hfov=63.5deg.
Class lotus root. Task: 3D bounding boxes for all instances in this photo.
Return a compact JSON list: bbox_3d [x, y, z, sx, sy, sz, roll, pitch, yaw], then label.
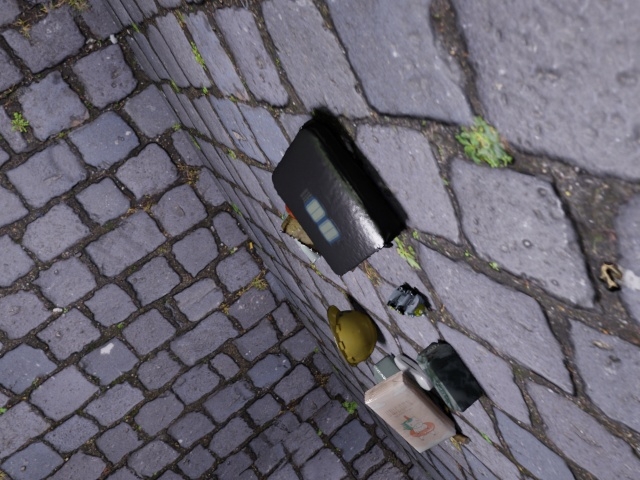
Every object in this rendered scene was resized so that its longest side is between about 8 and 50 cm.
[{"bbox_3d":[0.000,0.000,1.631,0.261,0.074,0.170,32,-175,-4],"label":"lotus root"}]

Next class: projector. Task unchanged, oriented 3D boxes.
[{"bbox_3d":[0.325,0.586,2.039,0.256,0.099,0.192,48,166,28],"label":"projector"}]

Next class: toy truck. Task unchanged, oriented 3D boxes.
[{"bbox_3d":[0.238,0.173,1.385,0.077,0.076,0.111,42,172,-30],"label":"toy truck"}]

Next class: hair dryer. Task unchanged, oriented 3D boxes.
[{"bbox_3d":[-0.053,-0.001,2.002,0.155,0.044,0.183,49,163,10],"label":"hair dryer"}]

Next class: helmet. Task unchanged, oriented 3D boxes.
[{"bbox_3d":[0.143,0.351,1.995,0.256,0.140,0.205,67,-162,-3],"label":"helmet"}]

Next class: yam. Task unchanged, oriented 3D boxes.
[{"bbox_3d":[0.502,0.717,1.902,0.032,0.032,0.145,55,166,-5],"label":"yam"}]

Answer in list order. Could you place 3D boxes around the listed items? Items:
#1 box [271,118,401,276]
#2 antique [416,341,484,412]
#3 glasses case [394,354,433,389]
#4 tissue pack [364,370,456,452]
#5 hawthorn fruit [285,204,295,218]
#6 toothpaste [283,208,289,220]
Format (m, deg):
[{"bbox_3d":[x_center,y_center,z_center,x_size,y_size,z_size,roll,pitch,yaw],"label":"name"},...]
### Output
[{"bbox_3d":[0.023,-0.092,1.295,0.350,0.091,0.359,55,154,4],"label":"box"},{"bbox_3d":[0.353,0.372,1.436,0.183,0.086,0.088,54,166,-1],"label":"antique"},{"bbox_3d":[0.327,0.463,1.824,0.076,0.049,0.197,57,166,-23],"label":"glasses case"},{"bbox_3d":[0.322,0.616,1.844,0.325,0.170,0.071,46,-157,-21],"label":"tissue pack"},{"bbox_3d":[-0.041,-0.106,1.522,0.128,0.128,0.128,50,166,17],"label":"hawthorn fruit"},{"bbox_3d":[-0.111,-0.105,1.941,0.067,0.037,0.255,59,164,6],"label":"toothpaste"}]
